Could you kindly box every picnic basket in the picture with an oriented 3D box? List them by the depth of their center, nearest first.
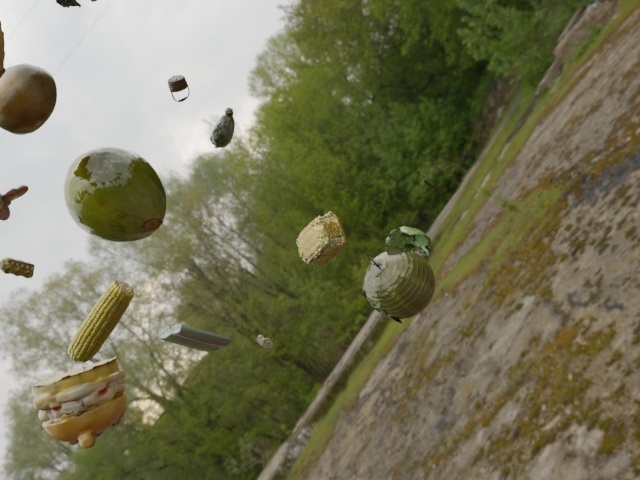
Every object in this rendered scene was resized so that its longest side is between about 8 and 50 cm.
[{"bbox_3d":[-0.488,-0.522,1.870,0.072,0.072,0.083,-53,-38,-39],"label":"picnic basket"}]

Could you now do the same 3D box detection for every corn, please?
[{"bbox_3d":[-0.611,0.227,1.506,0.248,0.081,0.081,-56,-2,0],"label":"corn"}]

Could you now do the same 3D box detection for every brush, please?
[{"bbox_3d":[0.336,-0.161,1.615,0.008,0.083,0.024,-31,43,40],"label":"brush"}]

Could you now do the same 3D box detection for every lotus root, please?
[{"bbox_3d":[-0.369,-0.428,2.074,0.088,0.088,0.165,-23,-45,-86],"label":"lotus root"}]

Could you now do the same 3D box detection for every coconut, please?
[{"bbox_3d":[0.248,0.002,1.513,0.158,0.133,0.055,-37,41,57],"label":"coconut"}]

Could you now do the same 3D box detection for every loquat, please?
[{"bbox_3d":[-0.906,-0.432,1.650,0.227,0.179,0.179,-60,-1,-9],"label":"loquat"}]

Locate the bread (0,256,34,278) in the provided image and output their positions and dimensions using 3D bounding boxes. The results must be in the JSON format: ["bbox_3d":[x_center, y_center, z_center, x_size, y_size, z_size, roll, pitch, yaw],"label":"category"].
[{"bbox_3d":[-1.061,0.093,1.884,0.060,0.110,0.066,-49,42,25],"label":"bread"}]

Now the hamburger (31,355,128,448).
[{"bbox_3d":[-0.725,0.504,1.665,0.276,0.236,0.276,-17,-3,-1],"label":"hamburger"}]

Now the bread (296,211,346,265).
[{"bbox_3d":[0.000,0.000,2.195,0.121,0.174,0.245,-4,-27,-32],"label":"bread"}]

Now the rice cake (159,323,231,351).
[{"bbox_3d":[-0.357,0.282,1.556,0.080,0.042,0.222,-22,-30,24],"label":"rice cake"}]

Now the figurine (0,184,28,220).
[{"bbox_3d":[-0.999,-0.108,1.481,0.154,0.193,0.421,-47,5,13],"label":"figurine"}]

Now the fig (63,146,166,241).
[{"bbox_3d":[-0.690,-0.143,1.853,0.343,0.343,0.343,-55,-2,-3],"label":"fig"}]

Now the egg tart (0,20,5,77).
[{"bbox_3d":[-0.896,-0.497,1.309,0.315,0.315,0.120,-55,8,15],"label":"egg tart"}]

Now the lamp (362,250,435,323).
[{"bbox_3d":[0.250,0.136,1.829,0.250,0.284,0.250,-29,41,30],"label":"lamp"}]

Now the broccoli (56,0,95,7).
[{"bbox_3d":[-0.604,-0.655,1.346,0.154,0.167,0.160,-29,-21,1],"label":"broccoli"}]

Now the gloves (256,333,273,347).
[{"bbox_3d":[-0.220,0.385,2.064,0.037,0.081,0.044,-76,9,-51],"label":"gloves"}]
